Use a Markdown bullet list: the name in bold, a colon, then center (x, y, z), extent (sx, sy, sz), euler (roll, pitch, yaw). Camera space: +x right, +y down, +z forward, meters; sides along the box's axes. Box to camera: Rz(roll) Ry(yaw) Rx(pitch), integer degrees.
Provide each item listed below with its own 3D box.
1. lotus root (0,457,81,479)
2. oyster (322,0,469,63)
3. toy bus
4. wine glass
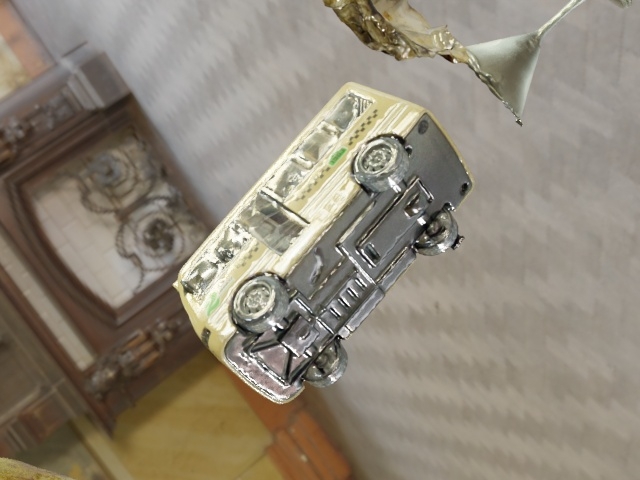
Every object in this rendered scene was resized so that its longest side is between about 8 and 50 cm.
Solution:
- **lotus root**: center (-0.264, 0.243, 0.846), extent (0.190, 0.094, 0.108), euler (41, -163, -27)
- **oyster**: center (0.049, -0.171, 0.727), extent (0.148, 0.051, 0.103), euler (26, -151, -46)
- **toy bus**: center (0.000, 0.000, 1.130), extent (0.202, 0.365, 0.177), euler (35, 170, 44)
- **wine glass**: center (0.327, -0.306, 1.393), extent (0.156, 0.232, 0.156), euler (45, -167, -14)
